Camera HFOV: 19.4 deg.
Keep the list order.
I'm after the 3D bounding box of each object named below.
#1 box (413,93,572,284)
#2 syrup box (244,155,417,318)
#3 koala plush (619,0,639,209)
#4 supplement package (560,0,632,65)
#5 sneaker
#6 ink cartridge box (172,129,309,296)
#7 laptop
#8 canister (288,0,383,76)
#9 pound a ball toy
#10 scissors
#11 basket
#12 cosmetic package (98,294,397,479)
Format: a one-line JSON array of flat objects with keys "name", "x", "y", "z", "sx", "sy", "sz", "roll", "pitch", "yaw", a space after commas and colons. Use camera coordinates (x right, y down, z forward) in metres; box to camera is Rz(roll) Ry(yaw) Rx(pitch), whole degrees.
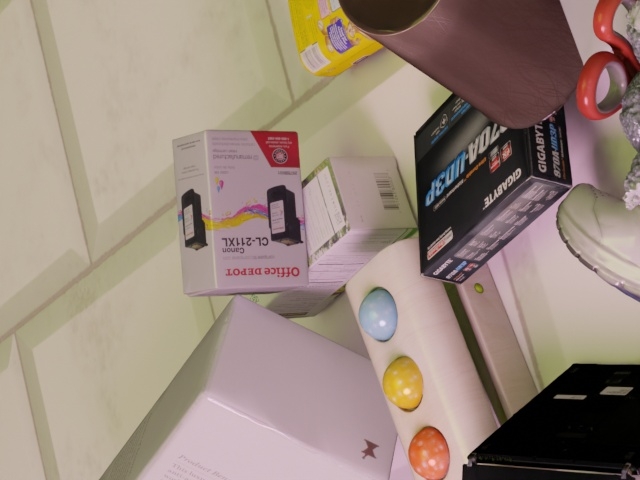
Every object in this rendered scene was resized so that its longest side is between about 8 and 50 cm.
[{"name": "box", "x": 0.167, "y": -0.082, "z": 1.863, "sx": 0.220, "sy": 0.051, "sz": 0.175, "roll": 135, "pitch": 141, "yaw": -52}, {"name": "syrup box", "x": 0.000, "y": 0.000, "z": 2.124, "sx": 0.237, "sy": 0.096, "sz": 0.093, "roll": -43, "pitch": 57, "yaw": 49}, {"name": "koala plush", "x": 0.331, "y": -0.105, "z": 1.530, "sx": 0.203, "sy": 0.221, "sz": 0.196, "roll": 11, "pitch": 103, "yaw": 54}, {"name": "supplement package", "x": 0.298, "y": -0.309, "z": 1.622, "sx": 0.204, "sy": 0.145, "sz": 0.262, "roll": -39, "pitch": 61, "yaw": 49}, {"name": "sneaker", "x": 0.329, "y": 0.011, "z": 1.673, "sx": 0.297, "sy": 0.111, "sz": 0.129, "roll": 38, "pitch": 101, "yaw": 47}, {"name": "ink cartridge box", "x": -0.086, "y": -0.029, "z": 2.052, "sx": 0.072, "sy": 0.127, "sz": 0.175, "roll": -11, "pitch": 82, "yaw": 53}, {"name": "laptop", "x": 0.254, "y": 0.236, "z": 1.710, "sx": 0.234, "sy": 0.264, "sz": 0.137, "roll": -4, "pitch": 117, "yaw": 55}, {"name": "canister", "x": 0.038, "y": -0.263, "z": 2.063, "sx": 0.170, "sy": 0.073, "sz": 0.126, "roll": -25, "pitch": 73, "yaw": 55}, {"name": "pound a ball toy", "x": 0.111, "y": 0.183, "z": 1.951, "sx": 0.208, "sy": 0.135, "sz": 0.319, "roll": -44, "pitch": 58, "yaw": 48}, {"name": "scissors", "x": 0.285, "y": -0.123, "z": 1.594, "sx": 0.021, "sy": 0.297, "sz": 0.109, "roll": 13, "pitch": 83, "yaw": 33}, {"name": "basket", "x": 0.130, "y": -0.222, "z": 1.677, "sx": 0.154, "sy": 0.227, "sz": 0.204, "roll": 6, "pitch": 85, "yaw": 38}, {"name": "cosmetic package", "x": -0.109, "y": 0.286, "z": 2.161, "sx": 0.453, "sy": 0.230, "sz": 0.161, "roll": -51, "pitch": 16, "yaw": 44}]
